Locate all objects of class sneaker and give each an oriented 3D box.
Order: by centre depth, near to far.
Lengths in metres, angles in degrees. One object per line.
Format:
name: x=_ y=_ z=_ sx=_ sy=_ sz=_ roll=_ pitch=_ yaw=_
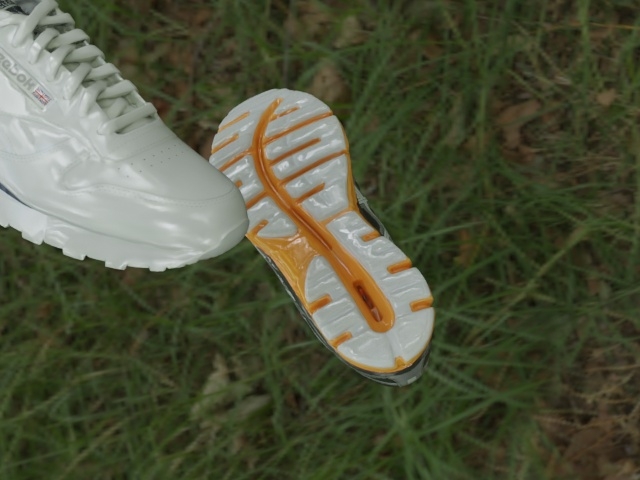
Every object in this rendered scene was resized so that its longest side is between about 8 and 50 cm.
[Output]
sneaker: x=-0.136 y=-0.066 z=0.620 sx=0.235 sy=0.090 sz=0.095 roll=27 pitch=113 yaw=14
sneaker: x=0.000 y=0.000 z=0.741 sx=0.084 sy=0.083 sz=0.215 roll=-27 pitch=60 yaw=0
